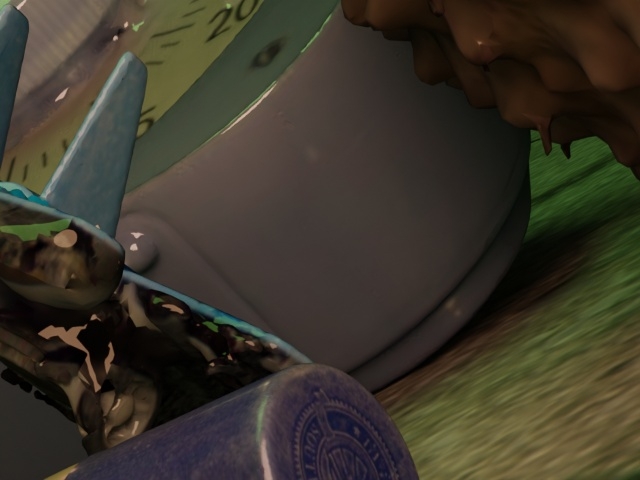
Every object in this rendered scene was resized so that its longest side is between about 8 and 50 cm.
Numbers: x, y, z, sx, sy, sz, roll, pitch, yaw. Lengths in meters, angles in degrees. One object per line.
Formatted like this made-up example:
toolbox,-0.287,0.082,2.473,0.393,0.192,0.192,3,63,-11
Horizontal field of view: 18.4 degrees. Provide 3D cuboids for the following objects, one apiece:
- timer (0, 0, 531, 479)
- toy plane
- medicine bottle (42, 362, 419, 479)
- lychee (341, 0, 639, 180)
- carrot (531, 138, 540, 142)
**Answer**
timer,-0.098,-0.058,0.861,0.395,0.173,0.395,-31,31,21
toy plane,-0.056,0.032,0.543,0.078,0.169,0.246,-56,-29,-21
medicine bottle,-0.079,0.097,0.489,0.231,0.059,0.059,-28,4,33
lychee,0.132,-0.202,0.453,0.380,0.380,0.432,-33,-14,-38
carrot,0.000,0.000,1.221,0.298,0.078,0.078,-25,4,12
